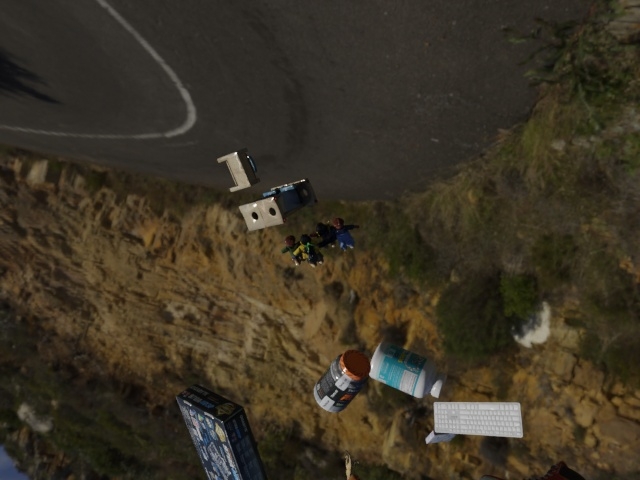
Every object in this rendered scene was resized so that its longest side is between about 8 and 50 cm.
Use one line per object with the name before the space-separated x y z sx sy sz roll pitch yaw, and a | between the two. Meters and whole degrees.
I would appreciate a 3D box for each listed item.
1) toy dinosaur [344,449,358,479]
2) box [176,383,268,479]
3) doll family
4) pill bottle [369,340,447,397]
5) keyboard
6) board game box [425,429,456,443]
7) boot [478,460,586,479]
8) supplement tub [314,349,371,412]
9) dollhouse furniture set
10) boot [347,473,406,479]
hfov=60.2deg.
toy dinosaur | 0.111 0.830 2.022 0.053 0.183 0.092 5 -166 8
box | -0.182 0.397 1.055 0.051 0.220 0.175 -28 -159 -37
doll family | 0.000 0.000 1.334 0.076 0.193 0.111 56 174 42
pill bottle | 0.322 0.481 2.025 0.264 0.146 0.146 19 180 20
keyboard | 0.361 0.415 1.289 0.014 0.072 0.256 5 164 -35
board game box | 0.419 0.676 1.911 0.090 0.020 0.090 -3 144 -12
boot | 0.510 0.586 1.325 0.244 0.088 0.176 18 -142 18
supplement tub | 0.066 0.410 1.621 0.117 0.190 0.117 17 -139 -15
dollhouse furniture set | -0.120 -0.138 1.284 0.129 0.183 0.129 -10 -161 43
boot | 0.117 0.588 1.264 0.073 0.197 0.152 31 -174 -32
